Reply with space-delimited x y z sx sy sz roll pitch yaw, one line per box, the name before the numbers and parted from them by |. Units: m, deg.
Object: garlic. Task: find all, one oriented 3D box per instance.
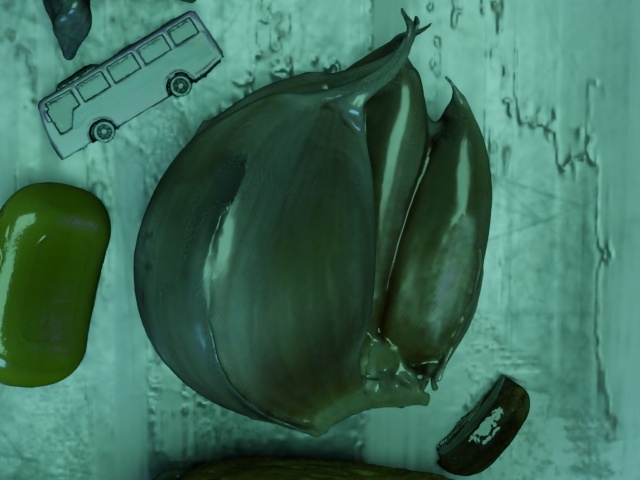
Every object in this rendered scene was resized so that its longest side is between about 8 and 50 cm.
garlic | 0.000 0.000 0.993 0.237 0.210 0.292 -7 108 -2

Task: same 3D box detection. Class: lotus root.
lotus root | 0.122 0.140 1.120 0.037 0.030 0.083 41 91 -14

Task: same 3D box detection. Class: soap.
soap | -0.187 0.030 1.032 0.089 0.045 0.140 10 94 -46

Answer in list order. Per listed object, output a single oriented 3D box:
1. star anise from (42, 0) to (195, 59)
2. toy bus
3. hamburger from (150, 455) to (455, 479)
star anise | -0.180 -0.220 0.997 0.172 0.063 0.208 -13 101 -6
toy bus | -0.129 -0.104 1.037 0.131 0.037 0.052 -32 100 -5
hamburger | 0.003 0.237 0.984 0.319 0.318 0.158 4 94 -10
